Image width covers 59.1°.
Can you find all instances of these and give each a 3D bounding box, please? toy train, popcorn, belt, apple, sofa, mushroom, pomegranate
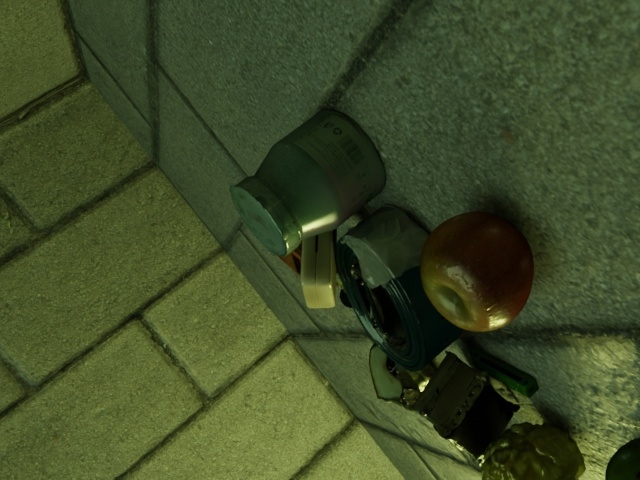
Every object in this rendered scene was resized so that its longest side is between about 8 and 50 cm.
[{"bbox_3d":[0.440,0.325,1.411,0.209,0.042,0.044,24,147,54],"label":"toy train"},{"bbox_3d":[0.515,0.559,1.357,0.225,0.249,0.249,49,165,44],"label":"popcorn"},{"bbox_3d":[0.198,0.127,1.407,0.300,0.173,0.436,27,149,48],"label":"belt"},{"bbox_3d":[0.289,0.055,1.042,0.210,0.173,0.235,42,158,16],"label":"apple"},{"bbox_3d":[0.360,0.428,1.470,0.182,0.200,0.258,23,164,51],"label":"sofa"},{"bbox_3d":[0.280,0.412,1.807,0.292,0.212,0.217,131,131,-83],"label":"mushroom"},{"bbox_3d":[0.598,0.475,1.035,0.187,0.225,0.187,51,176,4],"label":"pomegranate"}]

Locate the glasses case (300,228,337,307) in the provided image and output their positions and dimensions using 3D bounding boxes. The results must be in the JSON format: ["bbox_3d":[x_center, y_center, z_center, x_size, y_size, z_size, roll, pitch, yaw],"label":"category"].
[{"bbox_3d":[0.000,0.000,1.461,0.144,0.076,0.336,81,-171,-55],"label":"glasses case"}]

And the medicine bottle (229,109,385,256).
[{"bbox_3d":[-0.036,-0.124,1.291,0.245,0.290,0.245,44,160,21],"label":"medicine bottle"}]

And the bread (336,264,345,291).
[{"bbox_3d":[0.088,0.083,1.652,0.140,0.128,0.069,46,157,15],"label":"bread"}]

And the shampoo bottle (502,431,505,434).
[{"bbox_3d":[0.572,0.625,1.640,0.258,0.061,0.103,36,157,39],"label":"shampoo bottle"}]

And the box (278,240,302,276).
[{"bbox_3d":[-0.113,0.022,2.100,0.274,0.076,0.174,39,160,32],"label":"box"}]

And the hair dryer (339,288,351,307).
[{"bbox_3d":[0.180,0.227,1.797,0.251,0.089,0.197,46,162,-4],"label":"hair dryer"}]
